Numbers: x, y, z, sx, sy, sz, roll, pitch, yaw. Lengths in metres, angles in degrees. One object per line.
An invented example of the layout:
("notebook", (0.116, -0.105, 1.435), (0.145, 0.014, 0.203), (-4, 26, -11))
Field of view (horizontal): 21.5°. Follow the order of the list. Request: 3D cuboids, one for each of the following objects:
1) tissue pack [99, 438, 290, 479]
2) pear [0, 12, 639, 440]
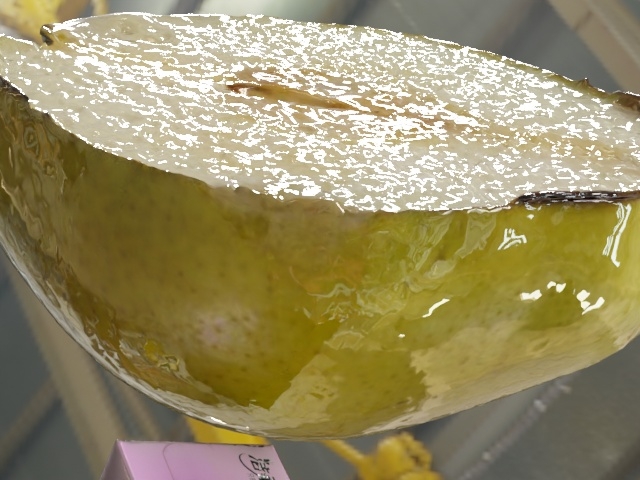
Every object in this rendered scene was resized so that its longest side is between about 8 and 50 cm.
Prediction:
("tissue pack", (-0.079, 0.232, 0.830), (0.148, 0.092, 0.246), (59, -45, 45))
("pear", (0.000, 0.000, 0.950), (0.386, 0.340, 0.191), (14, -67, 14))
